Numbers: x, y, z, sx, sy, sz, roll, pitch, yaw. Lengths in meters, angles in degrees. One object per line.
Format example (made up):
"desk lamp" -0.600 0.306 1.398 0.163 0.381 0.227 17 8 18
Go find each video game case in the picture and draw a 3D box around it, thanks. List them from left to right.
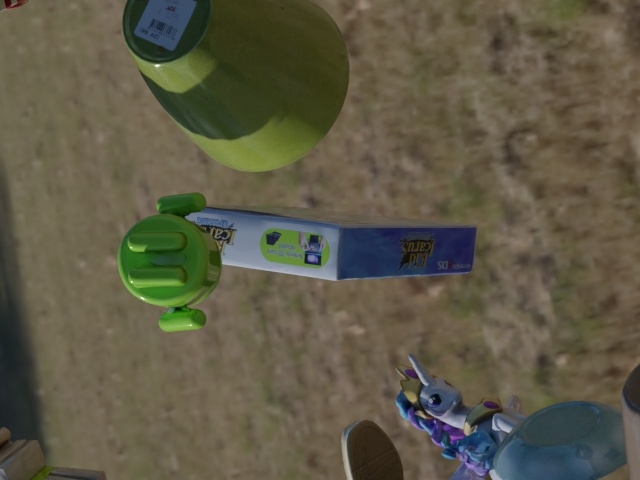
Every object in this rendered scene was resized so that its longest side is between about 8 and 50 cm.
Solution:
"video game case" 0.000 0.000 1.606 0.244 0.269 0.061 8 95 36

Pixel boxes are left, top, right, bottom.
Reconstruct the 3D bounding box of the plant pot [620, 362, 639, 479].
"plant pot" 0.418 0.228 1.500 0.229 0.263 0.263 65 166 -20

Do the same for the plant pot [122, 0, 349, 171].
"plant pot" -0.140 -0.262 2.010 0.293 0.274 0.275 25 -136 -64

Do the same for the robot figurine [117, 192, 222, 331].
"robot figurine" -0.110 0.016 1.068 0.115 0.067 0.101 39 -132 -82

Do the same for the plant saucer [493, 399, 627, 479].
"plant saucer" 0.306 0.245 1.824 0.195 0.195 0.037 29 141 66

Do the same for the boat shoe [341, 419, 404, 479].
"boat shoe" 0.051 0.251 1.451 0.059 0.063 0.170 11 126 55

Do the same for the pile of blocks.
"pile of blocks" -0.465 0.344 2.047 0.362 0.112 0.149 26 121 15

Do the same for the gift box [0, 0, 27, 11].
"gift box" -0.552 -0.432 2.088 0.276 0.255 0.258 11 125 40

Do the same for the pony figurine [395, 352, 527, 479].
"pony figurine" 0.296 0.343 2.290 0.363 0.303 0.351 15 139 39
